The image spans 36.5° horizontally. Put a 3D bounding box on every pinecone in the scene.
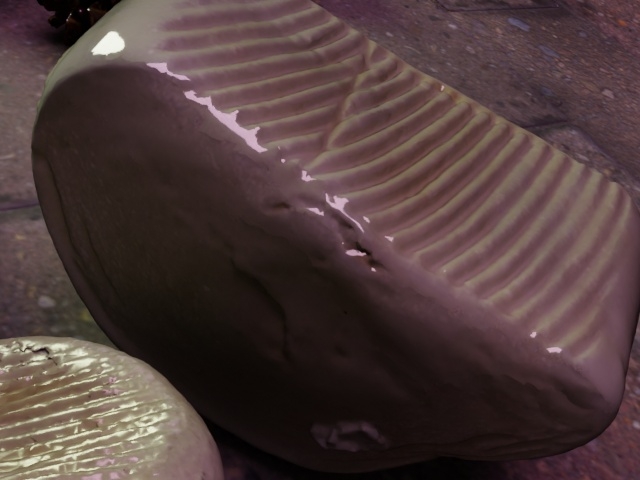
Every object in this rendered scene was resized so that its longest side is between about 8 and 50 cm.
[{"bbox_3d":[-0.204,-0.235,0.917,0.120,0.140,0.140,13,34,19],"label":"pinecone"}]

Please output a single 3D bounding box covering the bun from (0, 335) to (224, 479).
[{"bbox_3d":[-0.157,0.141,0.469,0.231,0.133,0.231,-2,24,1],"label":"bun"}]

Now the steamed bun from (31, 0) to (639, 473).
[{"bbox_3d":[0.001,0.004,0.638,0.383,0.236,0.247,32,39,-2],"label":"steamed bun"}]
